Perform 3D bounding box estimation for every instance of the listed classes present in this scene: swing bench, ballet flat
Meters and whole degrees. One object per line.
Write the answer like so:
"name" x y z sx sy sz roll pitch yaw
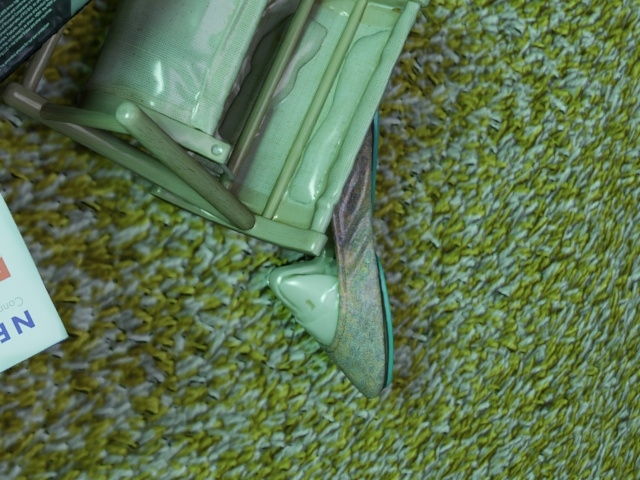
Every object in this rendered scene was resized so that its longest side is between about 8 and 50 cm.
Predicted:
"swing bench" -0.072 -0.158 1.059 0.254 0.165 0.253 35 75 -47
"ballet flat" 0.000 0.000 1.216 0.106 0.107 0.316 -9 101 -21

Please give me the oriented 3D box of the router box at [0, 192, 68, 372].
"router box" -0.346 -0.009 0.661 0.335 0.082 0.301 -27 101 -24

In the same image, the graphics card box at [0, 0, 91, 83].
"graphics card box" -0.307 -0.246 0.789 0.371 0.094 0.233 47 65 -16
